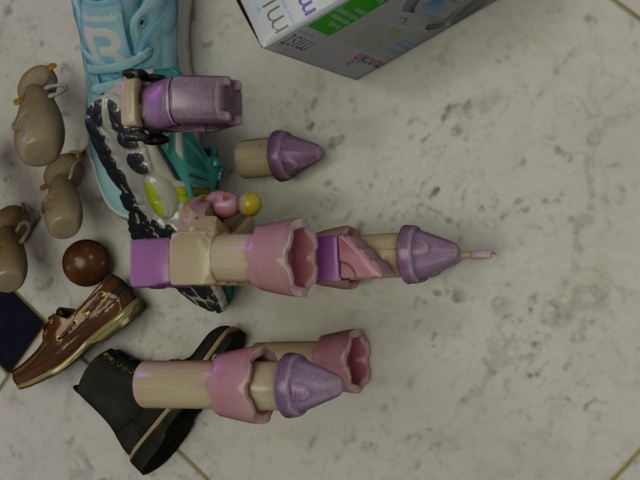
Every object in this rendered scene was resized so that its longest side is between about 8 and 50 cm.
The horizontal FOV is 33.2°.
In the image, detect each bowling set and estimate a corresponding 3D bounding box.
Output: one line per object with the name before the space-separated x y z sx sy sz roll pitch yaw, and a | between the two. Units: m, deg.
bowling set | -0.334 -0.031 1.198 0.287 0.200 0.154 -36 39 14

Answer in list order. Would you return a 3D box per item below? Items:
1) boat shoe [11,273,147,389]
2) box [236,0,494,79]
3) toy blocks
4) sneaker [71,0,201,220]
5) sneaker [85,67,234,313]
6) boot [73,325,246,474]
boat shoe | -0.278 0.101 1.199 0.178 0.064 0.060 -35 96 11
box | 0.061 -0.263 0.964 0.231 0.262 0.127 -28 83 17
toy blocks | 0.000 0.000 0.987 0.260 0.288 0.309 -3 89 24
sneaker | -0.211 -0.199 1.121 0.135 0.150 0.366 1 93 20
sneaker | -0.136 -0.045 1.096 0.107 0.110 0.275 16 133 43
boot | -0.183 0.140 1.170 0.137 0.077 0.198 42 104 18
